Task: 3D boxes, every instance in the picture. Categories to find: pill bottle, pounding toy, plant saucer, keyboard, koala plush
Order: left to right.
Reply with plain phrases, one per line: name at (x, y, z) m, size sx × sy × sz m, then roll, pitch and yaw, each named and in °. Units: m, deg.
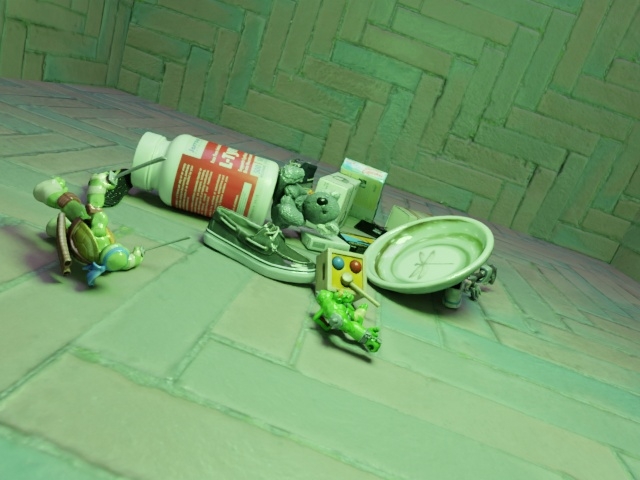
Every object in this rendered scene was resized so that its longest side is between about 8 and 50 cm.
pill bottle at (-0.352, -0.191, 1.421) m, size 0.407 × 0.229 × 0.229 m, roll 16°, pitch 17°, yaw -11°
koala plush at (-0.038, -0.109, 1.468) m, size 0.221 × 0.196 × 0.203 m, roll 5°, pitch -20°, yaw -15°
pounding toy at (0.066, 0.101, 1.140) m, size 0.130 × 0.141 × 0.100 m, roll 12°, pitch -25°, yaw -24°
keyboard at (0.240, -0.029, 1.926) m, size 0.192 × 0.038 × 0.100 m, roll 28°, pitch 42°, yaw 24°
plant saucer at (0.329, 0.060, 1.407) m, size 0.400 × 0.100 × 0.400 m, roll -17°, pitch 25°, yaw 9°

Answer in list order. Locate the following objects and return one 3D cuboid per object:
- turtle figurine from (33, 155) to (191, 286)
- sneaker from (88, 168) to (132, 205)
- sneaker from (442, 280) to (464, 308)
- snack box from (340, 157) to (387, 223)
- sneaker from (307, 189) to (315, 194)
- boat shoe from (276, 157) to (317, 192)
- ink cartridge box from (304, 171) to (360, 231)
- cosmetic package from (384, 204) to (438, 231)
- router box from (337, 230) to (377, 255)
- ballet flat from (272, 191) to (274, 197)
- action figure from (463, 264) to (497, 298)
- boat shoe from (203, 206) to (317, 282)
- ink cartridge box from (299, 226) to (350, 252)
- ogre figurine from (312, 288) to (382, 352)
turtle figurine at (-0.432, -0.043, 0.939) m, size 0.266 × 0.275 × 0.198 m, roll 23°, pitch -18°, yaw 25°
sneaker at (-0.616, -0.148, 1.303) m, size 0.097 × 0.084 × 0.235 m, roll -6°, pitch 17°, yaw 0°
sneaker at (0.422, 0.122, 1.427) m, size 0.071 × 0.083 × 0.191 m, roll 8°, pitch 36°, yaw 9°
snack box at (0.168, -0.207, 1.982) m, size 0.187 × 0.060 × 0.322 m, roll 22°, pitch -28°, yaw 8°
sneaker at (-0.033, -0.185, 2.032) m, size 0.175 × 0.067 × 0.064 m, roll 22°, pitch 15°, yaw 4°
boat shoe at (-0.162, -0.315, 2.138) m, size 0.340 × 0.158 × 0.127 m, roll 1°, pitch 25°, yaw -47°
ink cartridge box at (0.050, -0.146, 1.771) m, size 0.115 × 0.198 × 0.273 m, roll 23°, pitch 18°, yaw 9°
cosmetic package at (0.456, -0.049, 2.033) m, size 0.296 × 0.129 × 0.153 m, roll 10°, pitch 20°, yaw -27°
router box at (0.150, 0.022, 1.612) m, size 0.179 × 0.046 × 0.133 m, roll 13°, pitch 18°, yaw -24°
ballet flat at (-0.220, -0.214, 1.951) m, size 0.206 × 0.073 × 0.067 m, roll 21°, pitch -11°, yaw -4°
action figure at (0.497, 0.127, 1.588) m, size 0.285 × 0.099 × 0.185 m, roll -14°, pitch 41°, yaw -36°
boat shoe at (-0.153, 0.008, 1.199) m, size 0.335 × 0.119 × 0.121 m, roll 22°, pitch 17°, yaw 8°
ink cartridge box at (0.000, 0.000, 1.553) m, size 0.145 × 0.045 × 0.179 m, roll 12°, pitch 9°, yaw -22°
ogre figurine at (0.053, 0.166, 0.991) m, size 0.118 × 0.097 × 0.197 m, roll 32°, pitch 27°, yaw -23°
